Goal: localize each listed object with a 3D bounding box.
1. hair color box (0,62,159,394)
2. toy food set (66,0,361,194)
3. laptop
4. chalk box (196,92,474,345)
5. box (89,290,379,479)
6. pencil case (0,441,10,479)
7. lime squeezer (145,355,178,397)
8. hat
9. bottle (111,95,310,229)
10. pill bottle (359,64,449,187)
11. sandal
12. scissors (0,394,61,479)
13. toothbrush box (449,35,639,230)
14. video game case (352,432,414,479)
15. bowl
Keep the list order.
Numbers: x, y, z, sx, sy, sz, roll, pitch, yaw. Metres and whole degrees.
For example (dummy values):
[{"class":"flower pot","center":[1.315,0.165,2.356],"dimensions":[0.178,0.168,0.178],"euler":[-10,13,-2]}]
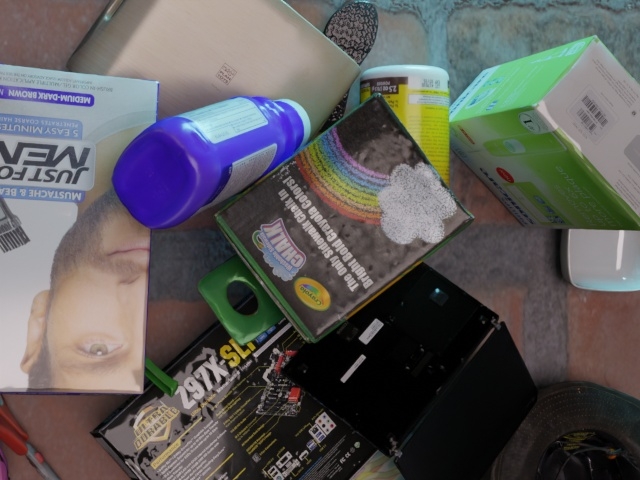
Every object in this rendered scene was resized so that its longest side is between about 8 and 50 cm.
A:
[{"class":"hair color box","center":[-0.276,-0.006,0.998],"dimensions":[0.185,0.110,0.338],"euler":[3,82,-16]},{"class":"toy food set","center":[-0.123,-0.210,1.158],"dimensions":[0.306,0.092,0.219],"euler":[36,92,-22]},{"class":"laptop","center":[0.124,0.183,1.193],"dimensions":[0.264,0.136,0.234],"euler":[36,66,15]},{"class":"chalk box","center":[0.000,0.000,1.069],"dimensions":[0.289,0.179,0.180],"euler":[-36,87,-1]},{"class":"box","center":[-0.073,0.221,1.156],"dimensions":[0.322,0.079,0.257],"euler":[-42,95,-22]},{"class":"pencil case","center":[-0.467,0.285,1.075],"dimensions":[0.209,0.098,0.095],"euler":[-8,139,-17]},{"class":"lime squeezer","center":[-0.300,0.113,1.118],"dimensions":[0.310,0.058,0.110],"euler":[15,43,8]},{"class":"hat","center":[0.350,0.366,1.303],"dimensions":[0.331,0.134,0.331],"euler":[5,73,-18]},{"class":"bottle","center":[-0.100,-0.098,1.007],"dimensions":[0.118,0.283,0.092],"euler":[-40,87,31]},{"class":"pill bottle","center":[0.109,-0.114,1.219],"dimensions":[0.117,0.117,0.215],"euler":[-1,92,-17]},{"class":"sandal","center":[0.022,-0.231,1.234],"dimensions":[0.067,0.040,0.179],"euler":[18,101,-11]},{"class":"scissors","center":[-0.353,0.245,1.132],"dimensions":[0.021,0.109,0.297],"euler":[-35,125,-2]},{"class":"toothbrush box","center":[0.300,-0.124,1.190],"dimensions":[0.206,0.283,0.122],"euler":[45,81,-14]},{"class":"video game case","center":[0.019,0.386,1.252],"dimensions":[0.329,0.036,0.299],"euler":[18,87,-16]},{"class":"bowl","center":[0.406,0.001,1.347],"dimensions":[0.142,0.053,0.142],"euler":[3,92,-17]}]
